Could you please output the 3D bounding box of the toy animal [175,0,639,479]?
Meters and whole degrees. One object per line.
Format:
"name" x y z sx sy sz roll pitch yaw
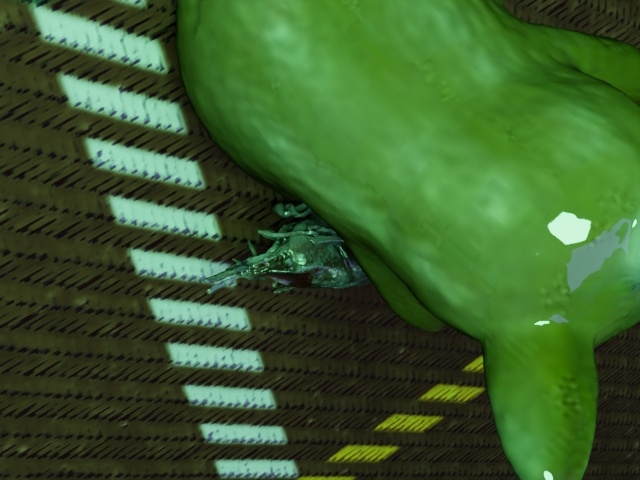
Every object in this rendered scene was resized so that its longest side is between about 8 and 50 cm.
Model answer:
"toy animal" 0.084 -0.024 0.597 0.181 0.363 0.180 -51 155 12

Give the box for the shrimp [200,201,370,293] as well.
"shrimp" 0.000 0.000 0.752 0.165 0.065 0.056 -7 140 -36
